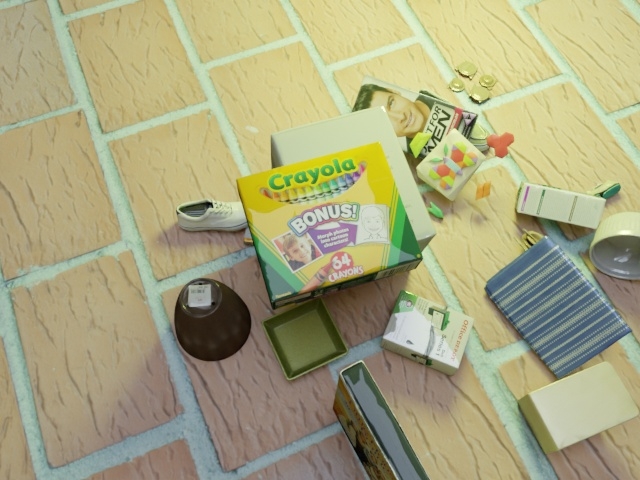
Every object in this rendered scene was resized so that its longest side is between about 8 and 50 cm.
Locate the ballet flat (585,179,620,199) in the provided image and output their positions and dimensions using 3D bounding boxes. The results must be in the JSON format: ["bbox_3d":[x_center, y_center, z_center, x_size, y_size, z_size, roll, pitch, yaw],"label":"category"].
[{"bbox_3d":[0.870,-0.142,1.912,0.168,0.057,0.052,-25,38,-16],"label":"ballet flat"}]

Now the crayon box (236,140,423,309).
[{"bbox_3d":[0.016,-0.039,1.443,0.363,0.106,0.313,-16,74,-8],"label":"crayon box"}]

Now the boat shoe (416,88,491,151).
[{"bbox_3d":[0.427,-0.394,1.992,0.302,0.094,0.109,30,68,13],"label":"boat shoe"}]

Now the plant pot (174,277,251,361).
[{"bbox_3d":[-0.304,0.190,1.627,0.216,0.230,0.215,0,64,0],"label":"plant pot"}]

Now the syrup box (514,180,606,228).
[{"bbox_3d":[0.719,-0.111,1.836,0.237,0.093,0.096,14,102,10],"label":"syrup box"}]

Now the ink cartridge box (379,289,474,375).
[{"bbox_3d":[0.296,0.256,1.681,0.220,0.092,0.160,21,66,9],"label":"ink cartridge box"}]

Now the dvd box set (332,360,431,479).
[{"bbox_3d":[0.130,0.470,1.397,0.062,0.420,0.307,-26,68,-13],"label":"dvd box set"}]

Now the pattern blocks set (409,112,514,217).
[{"bbox_3d":[0.401,-0.231,1.848,0.286,0.026,0.324,29,103,7],"label":"pattern blocks set"}]

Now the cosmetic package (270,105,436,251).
[{"bbox_3d":[0.072,-0.097,1.695,0.328,0.329,0.393,-17,73,-8],"label":"cosmetic package"}]

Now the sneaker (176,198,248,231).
[{"bbox_3d":[-0.307,-0.081,1.819,0.258,0.091,0.094,-9,61,1],"label":"sneaker"}]

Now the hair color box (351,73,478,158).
[{"bbox_3d":[0.289,-0.373,1.925,0.375,0.113,0.185,22,103,10],"label":"hair color box"}]

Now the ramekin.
[{"bbox_3d":[0.895,0.010,1.753,0.207,0.207,0.109,20,57,8],"label":"ramekin"}]

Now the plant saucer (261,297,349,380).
[{"bbox_3d":[-0.043,0.275,1.693,0.189,0.045,0.188,-23,67,-11],"label":"plant saucer"}]

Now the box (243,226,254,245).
[{"bbox_3d":[-0.182,-0.047,1.855,0.081,0.028,0.136,9,62,3],"label":"box"}]

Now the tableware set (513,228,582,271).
[{"bbox_3d":[0.668,0.036,1.770,0.128,0.039,0.194,-3,45,-32],"label":"tableware set"}]

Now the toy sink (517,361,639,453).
[{"bbox_3d":[0.666,0.436,1.582,0.234,0.131,0.152,-22,67,-6],"label":"toy sink"}]

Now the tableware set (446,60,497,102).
[{"bbox_3d":[0.531,-0.553,2.112,0.169,0.020,0.141,33,66,15],"label":"tableware set"}]

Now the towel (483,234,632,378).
[{"bbox_3d":[0.644,0.182,1.680,0.243,0.040,0.336,-45,68,24],"label":"towel"}]
